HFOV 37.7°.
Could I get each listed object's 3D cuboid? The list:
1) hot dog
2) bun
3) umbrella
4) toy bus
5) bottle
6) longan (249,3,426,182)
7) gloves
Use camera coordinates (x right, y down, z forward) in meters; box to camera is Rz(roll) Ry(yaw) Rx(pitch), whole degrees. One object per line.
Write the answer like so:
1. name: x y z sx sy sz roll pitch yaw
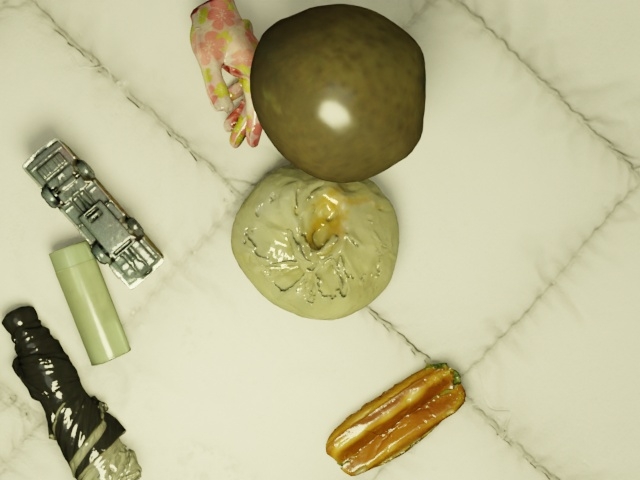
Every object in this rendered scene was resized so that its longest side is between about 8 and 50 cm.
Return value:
1. hot dog: 0.134 0.311 1.622 0.269 0.072 0.115 -31 94 -5
2. bun: 0.000 0.000 1.564 0.287 0.146 0.287 0 93 -7
3. umbrella: -0.421 0.271 1.571 0.113 0.106 0.358 -30 87 -13
4. toy bus: -0.369 -0.045 1.548 0.092 0.106 0.268 -41 97 -3
5. bottle: -0.385 0.104 1.568 0.072 0.072 0.201 -20 94 -4
6. longan: 0.033 -0.231 1.464 0.288 0.350 0.288 3 106 10
7. gloves: -0.135 -0.273 1.541 0.126 0.145 0.241 -27 86 -2
